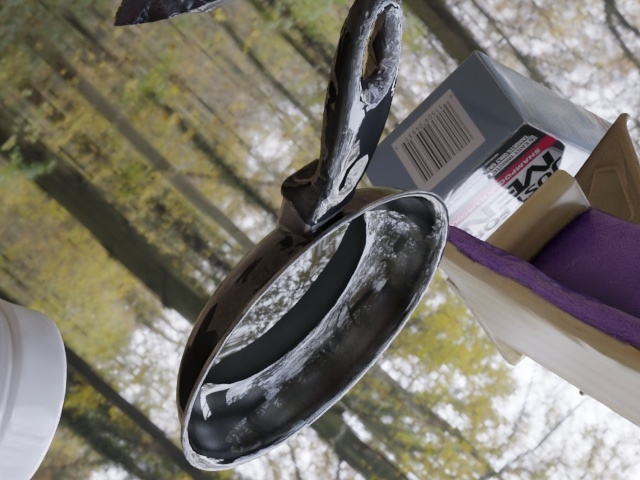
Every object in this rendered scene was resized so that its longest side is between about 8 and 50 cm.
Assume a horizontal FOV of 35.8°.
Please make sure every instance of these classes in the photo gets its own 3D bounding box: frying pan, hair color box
[{"bbox_3d":[-0.020,0.022,0.489,0.197,0.053,0.326,-45,155,-6],"label":"frying pan"},{"bbox_3d":[0.240,-0.077,1.182,0.185,0.374,0.114,-43,-122,26],"label":"hair color box"}]

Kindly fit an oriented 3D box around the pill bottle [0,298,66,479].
[{"bbox_3d":[-0.314,0.079,0.606,0.161,0.283,0.161,-20,-120,40],"label":"pill bottle"}]

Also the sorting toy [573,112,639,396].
[{"bbox_3d":[0.290,-0.005,0.967,0.307,0.041,0.229,110,-22,-59],"label":"sorting toy"}]

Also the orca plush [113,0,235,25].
[{"bbox_3d":[-0.108,-0.267,0.558,0.151,0.287,0.102,-28,-174,10],"label":"orca plush"}]

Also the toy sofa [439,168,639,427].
[{"bbox_3d":[0.247,0.053,0.726,0.150,0.177,0.362,-43,-151,-8],"label":"toy sofa"}]
